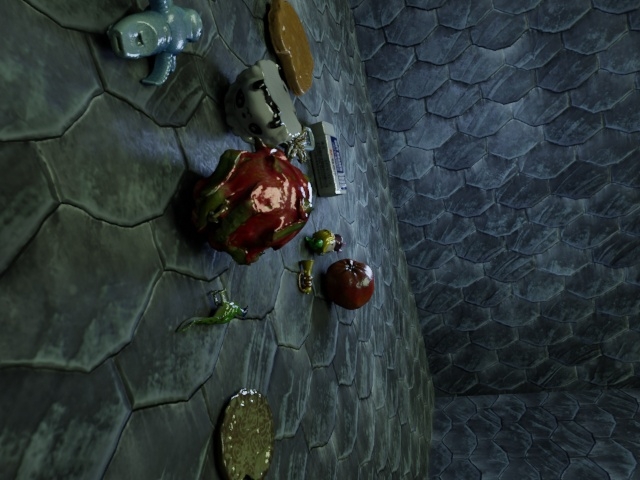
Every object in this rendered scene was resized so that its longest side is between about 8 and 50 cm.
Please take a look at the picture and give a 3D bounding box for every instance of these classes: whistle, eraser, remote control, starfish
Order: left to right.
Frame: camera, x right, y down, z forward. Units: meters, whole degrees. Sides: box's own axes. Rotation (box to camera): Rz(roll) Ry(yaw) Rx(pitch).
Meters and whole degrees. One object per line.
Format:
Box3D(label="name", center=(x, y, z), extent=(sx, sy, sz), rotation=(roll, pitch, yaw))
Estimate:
Box3D(label="whistle", center=(-0.312, -0.404, 0.877), extent=(0.269, 0.093, 0.180), rotation=(-69, 169, -53))
Box3D(label="starfish", center=(-0.085, -0.295, 1.410), extent=(0.190, 0.074, 0.146), rotation=(-50, 123, -39))
Box3D(label="remote control", center=(-0.079, -0.350, 1.561), extent=(0.244, 0.047, 0.087), rotation=(-24, 99, -69))
Box3D(label="whistle", center=(-0.044, 0.114, 1.437), extent=(0.057, 0.046, 0.109), rotation=(64, 26, -73))
Box3D(label="eraser", center=(0.024, -0.310, 1.760), extent=(0.124, 0.081, 0.279), rotation=(-14, 93, -67))

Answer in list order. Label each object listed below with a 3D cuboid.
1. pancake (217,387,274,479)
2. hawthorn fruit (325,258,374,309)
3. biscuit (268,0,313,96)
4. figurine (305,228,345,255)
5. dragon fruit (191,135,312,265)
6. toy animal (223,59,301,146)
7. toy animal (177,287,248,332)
Box3D(label="pancake", center=(-0.155, 0.432, 0.992), extent=(0.235, 0.029, 0.212), rotation=(58, 28, -47))
Box3D(label="hawthorn fruit", center=(0.105, 0.170, 1.643), extent=(0.179, 0.179, 0.200), rotation=(-73, 164, -51))
Box3D(label="biscuit", center=(-0.106, -0.692, 1.635), extent=(0.312, 0.057, 0.351), rotation=(55, 30, -49))
Box3D(label="figurine", center=(0.000, 0.000, 1.578), extent=(0.156, 0.115, 0.095), rotation=(-8, 123, -52))
Box3D(label="dragon fruit", center=(-0.147, -0.080, 0.987), extent=(0.231, 0.237, 0.302), rotation=(56, 34, -5))
Box3D(label="toy animal", center=(-0.158, -0.341, 1.184), extent=(0.208, 0.156, 0.204), rotation=(65, 25, -16))
Box3D(label="toy animal", center=(-0.221, 0.139, 0.944), extent=(0.217, 0.041, 0.075), rotation=(5, 77, -65))
